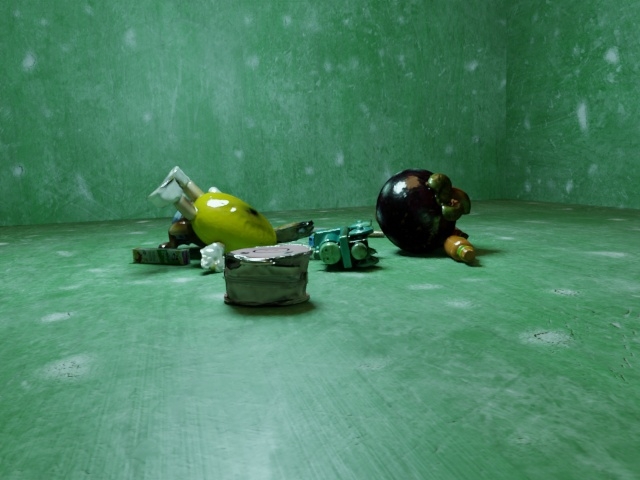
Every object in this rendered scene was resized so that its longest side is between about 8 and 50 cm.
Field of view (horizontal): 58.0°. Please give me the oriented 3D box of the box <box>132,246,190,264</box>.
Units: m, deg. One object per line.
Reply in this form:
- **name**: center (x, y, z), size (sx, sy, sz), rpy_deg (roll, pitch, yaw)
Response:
- **box**: center (-0.507, 0.049, 1.835), size (0.207, 0.049, 0.041), rpy_deg (1, 9, 25)

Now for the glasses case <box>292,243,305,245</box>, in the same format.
- **glasses case**: center (-0.092, 0.024, 2.018), size (0.083, 0.021, 0.032), rpy_deg (-5, 6, -23)

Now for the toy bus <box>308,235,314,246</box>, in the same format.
- **toy bus**: center (0.000, 0.000, 2.084), size (0.083, 0.045, 0.038), rpy_deg (-7, 9, -28)

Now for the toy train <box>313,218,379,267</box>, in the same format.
- **toy train**: center (0.070, 0.015, 1.715), size (0.194, 0.119, 0.298), rpy_deg (-9, 7, 4)

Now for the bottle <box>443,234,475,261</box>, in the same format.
- **bottle**: center (0.410, 0.029, 1.679), size (0.069, 0.069, 0.187), rpy_deg (-2, 9, 0)

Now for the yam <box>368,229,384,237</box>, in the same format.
- **yam**: center (0.184, -0.027, 2.301), size (0.146, 0.032, 0.032), rpy_deg (1, 8, 17)

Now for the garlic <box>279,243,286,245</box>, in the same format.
- **garlic**: center (-0.217, -0.010, 2.113), size (0.149, 0.128, 0.267), rpy_deg (-21, 27, -31)

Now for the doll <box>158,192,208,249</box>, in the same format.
- **doll**: center (-0.410, -0.045, 2.027), size (0.318, 0.209, 0.340), rpy_deg (-39, 13, -19)

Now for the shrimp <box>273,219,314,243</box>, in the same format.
- **shrimp**: center (-0.082, -0.026, 1.916), size (0.164, 0.062, 0.317), rpy_deg (-6, -4, -32)

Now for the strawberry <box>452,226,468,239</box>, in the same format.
- **strawberry**: center (0.399, -0.029, 2.037), size (0.175, 0.106, 0.236), rpy_deg (34, 2, -11)

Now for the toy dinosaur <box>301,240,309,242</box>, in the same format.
- **toy dinosaur**: center (-0.026, 0.003, 2.167), size (0.084, 0.021, 0.062), rpy_deg (4, 1, 12)

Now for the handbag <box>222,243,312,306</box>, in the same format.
- **handbag**: center (-0.117, 0.074, 1.275), size (0.205, 0.116, 0.179), rpy_deg (1, 9, 14)

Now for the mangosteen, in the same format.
- **mangosteen**: center (0.321, -0.101, 1.853), size (0.288, 0.287, 0.288), rpy_deg (-2, 7, 0)

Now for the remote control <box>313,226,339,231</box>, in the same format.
- **remote control**: center (0.035, -0.042, 2.491), size (0.067, 0.029, 0.261), rpy_deg (-10, 8, -44)

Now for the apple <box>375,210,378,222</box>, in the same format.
- **apple**: center (0.330, -0.127, 2.383), size (0.188, 0.211, 0.211), rpy_deg (24, 7, -2)

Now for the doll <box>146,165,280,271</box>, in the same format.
- **doll**: center (-0.328, -0.065, 1.760), size (0.161, 0.423, 0.348), rpy_deg (-46, -9, 32)
